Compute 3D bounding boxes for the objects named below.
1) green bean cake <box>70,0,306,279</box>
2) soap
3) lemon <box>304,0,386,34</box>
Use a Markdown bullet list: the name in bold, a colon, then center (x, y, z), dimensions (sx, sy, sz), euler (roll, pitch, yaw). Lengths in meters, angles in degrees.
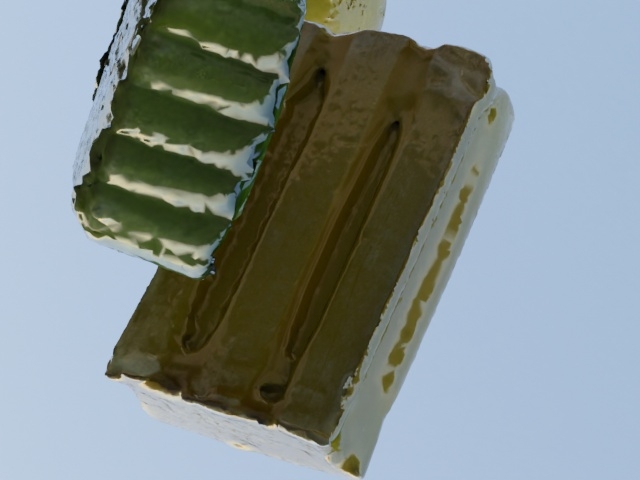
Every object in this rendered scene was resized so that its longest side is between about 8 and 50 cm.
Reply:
- **green bean cake**: center (-0.085, -0.101, 1.185), dimensions (0.200, 0.113, 0.214), euler (-98, -151, -68)
- **soap**: center (0.000, 0.000, 1.320), dimensions (0.199, 0.091, 0.315), euler (12, -114, 29)
- **lemon**: center (-0.023, -0.224, 1.690), dimensions (0.173, 0.173, 0.206), euler (61, -43, 29)
